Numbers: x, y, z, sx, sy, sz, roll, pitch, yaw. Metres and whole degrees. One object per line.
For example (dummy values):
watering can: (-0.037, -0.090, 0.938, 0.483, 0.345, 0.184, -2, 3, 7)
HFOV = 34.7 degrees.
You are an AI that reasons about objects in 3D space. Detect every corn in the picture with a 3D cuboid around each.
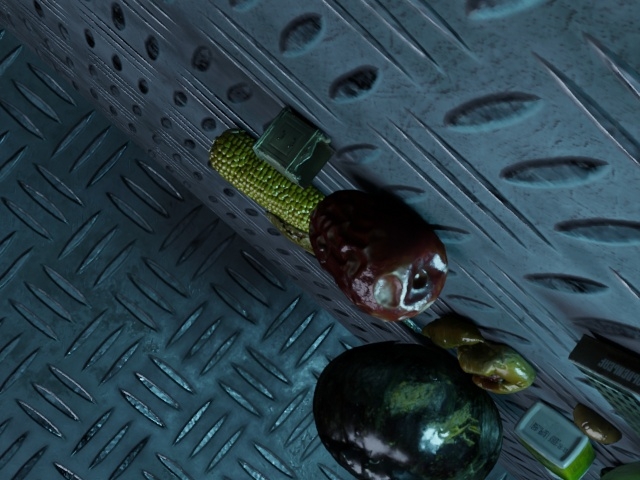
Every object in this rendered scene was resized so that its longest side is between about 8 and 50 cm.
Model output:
corn: (-0.089, -0.104, 1.830, 0.260, 0.091, 0.091, 37, 175, 14)

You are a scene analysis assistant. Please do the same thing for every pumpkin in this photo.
pumpkin: (0.204, 0.411, 2.391, 0.454, 0.344, 0.454, 23, 178, 1)

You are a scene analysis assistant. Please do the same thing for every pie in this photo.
pie: (0.000, 0.000, 2.060, 0.282, 0.068, 0.128, 34, 176, 46)

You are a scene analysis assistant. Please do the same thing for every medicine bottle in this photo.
medicine bottle: (0.467, 0.405, 2.008, 0.132, 0.088, 0.188, 35, 171, 34)

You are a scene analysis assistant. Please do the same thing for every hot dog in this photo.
hot dog: (0.305, 0.227, 1.848, 0.084, 0.073, 0.242, 47, 171, -10)

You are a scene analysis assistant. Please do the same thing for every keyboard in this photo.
keyboard: (0.169, 0.155, 2.349, 0.176, 0.014, 0.055, 42, 170, -12)

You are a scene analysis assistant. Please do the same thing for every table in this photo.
table: (-0.036, -0.129, 1.440, 0.083, 0.079, 0.062, 37, 174, 14)

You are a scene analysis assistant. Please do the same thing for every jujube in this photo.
jujube: (0.078, 0.014, 1.470, 0.230, 0.155, 0.155, 45, 178, 45)

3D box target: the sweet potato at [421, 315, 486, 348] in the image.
sweet potato: (0.241, 0.171, 1.887, 0.067, 0.067, 0.274, 42, 171, -8)

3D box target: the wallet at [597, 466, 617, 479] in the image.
wallet: (0.609, 0.480, 1.884, 0.160, 0.055, 0.236, 33, 171, 5)

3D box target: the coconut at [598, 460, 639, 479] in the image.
coconut: (0.524, 0.457, 1.598, 0.236, 0.236, 0.204, 47, -155, -41)

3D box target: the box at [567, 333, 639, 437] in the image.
box: (0.458, 0.250, 1.281, 0.325, 0.047, 0.180, 45, 171, -30)

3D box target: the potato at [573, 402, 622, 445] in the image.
potato: (0.452, 0.305, 1.700, 0.093, 0.037, 0.036, 36, 167, 37)
